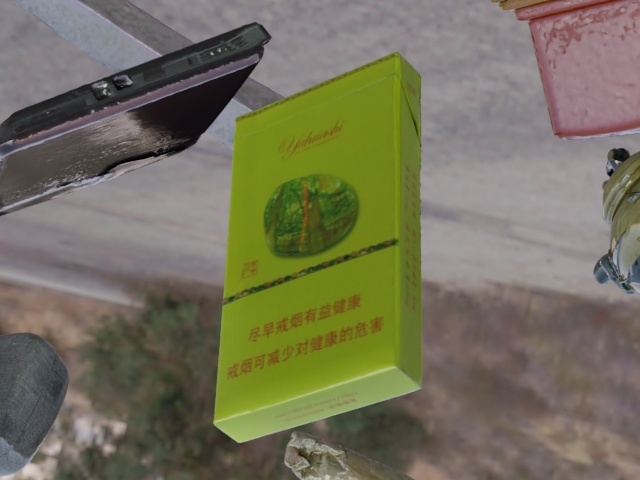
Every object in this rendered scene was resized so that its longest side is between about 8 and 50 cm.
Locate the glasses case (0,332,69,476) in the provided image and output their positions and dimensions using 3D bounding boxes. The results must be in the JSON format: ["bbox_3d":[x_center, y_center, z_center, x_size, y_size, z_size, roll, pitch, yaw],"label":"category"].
[{"bbox_3d":[-0.378,0.168,1.451,0.323,0.131,0.074,-13,127,31],"label":"glasses case"}]

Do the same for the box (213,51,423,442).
[{"bbox_3d":[0.000,0.000,1.373,0.187,0.335,0.047,-20,140,28],"label":"box"}]

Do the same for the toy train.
[{"bbox_3d":[0.267,-0.213,1.378,0.163,0.231,0.369,-8,-175,25],"label":"toy train"}]

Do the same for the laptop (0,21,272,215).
[{"bbox_3d":[-0.117,-0.062,0.863,0.154,0.026,0.207,-21,177,-17],"label":"laptop"}]

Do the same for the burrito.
[{"bbox_3d":[0.046,0.262,1.689,0.188,0.058,0.045,26,160,-12],"label":"burrito"}]

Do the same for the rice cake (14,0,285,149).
[{"bbox_3d":[-0.187,-0.202,1.639,0.365,0.056,0.072,33,138,-5],"label":"rice cake"}]

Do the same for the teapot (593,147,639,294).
[{"bbox_3d":[0.384,-0.044,1.718,0.173,0.269,0.182,-7,-136,-42],"label":"teapot"}]
